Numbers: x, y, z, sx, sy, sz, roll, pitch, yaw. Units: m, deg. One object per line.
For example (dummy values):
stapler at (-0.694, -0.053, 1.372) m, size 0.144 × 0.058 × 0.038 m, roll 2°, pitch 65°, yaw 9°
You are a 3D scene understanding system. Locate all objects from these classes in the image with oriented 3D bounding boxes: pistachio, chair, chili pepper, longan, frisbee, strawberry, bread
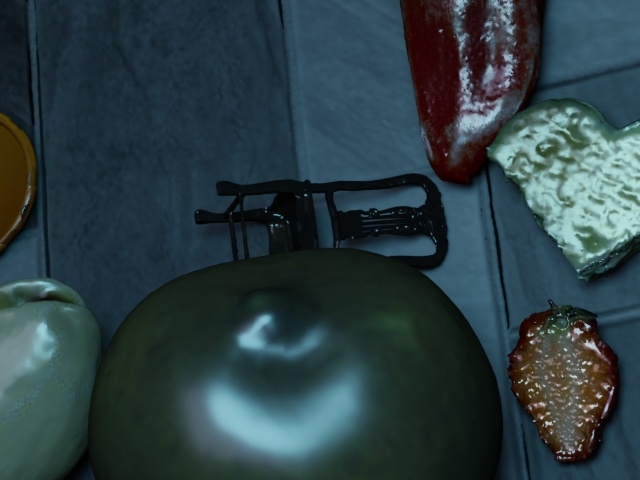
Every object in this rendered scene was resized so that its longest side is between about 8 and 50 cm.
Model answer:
pistachio at (-0.343, 0.170, 1.570) m, size 0.332 × 0.226 × 0.208 m, roll -38°, pitch 25°, yaw 15°
chair at (0.000, 0.000, 1.549) m, size 0.229 × 0.113 × 0.106 m, roll -1°, pitch 72°, yaw -17°
chili pepper at (0.156, -0.181, 1.523) m, size 0.144 × 0.136 × 0.252 m, roll -1°, pitch 84°, yaw -22°
longan at (-0.021, 0.165, 1.364) m, size 0.361 × 0.361 × 0.361 m, roll -6°, pitch 74°, yaw 21°
frisbee at (-0.398, -0.056, 1.746) m, size 0.192 × 0.035 × 0.192 m, roll -6°, pitch 73°, yaw 20°
strawberry at (0.226, 0.129, 1.434) m, size 0.104 × 0.048 × 0.152 m, roll -3°, pitch 89°, yaw 15°
bread at (0.270, -0.044, 1.445) m, size 0.232 × 0.064 × 0.172 m, roll 6°, pitch 86°, yaw 20°
